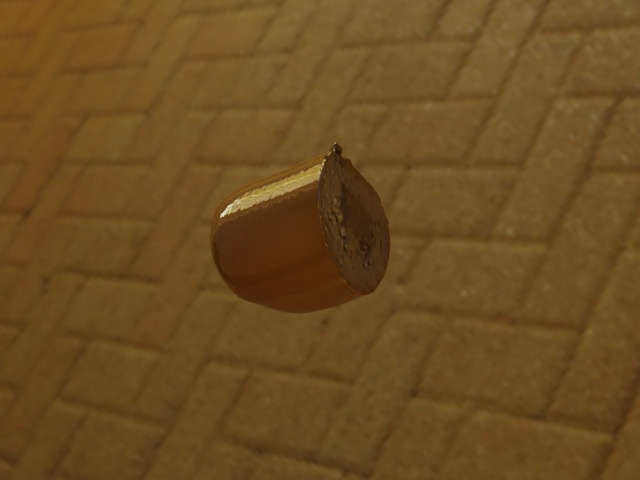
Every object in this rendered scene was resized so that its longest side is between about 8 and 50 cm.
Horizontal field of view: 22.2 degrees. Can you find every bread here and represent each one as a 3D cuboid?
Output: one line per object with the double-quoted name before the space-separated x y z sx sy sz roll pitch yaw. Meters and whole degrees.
"bread" 0.001 0.000 0.602 0.103 0.062 0.049 -17 58 60
